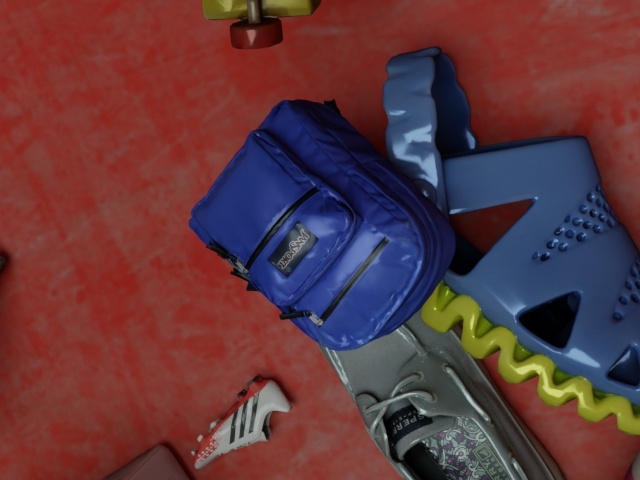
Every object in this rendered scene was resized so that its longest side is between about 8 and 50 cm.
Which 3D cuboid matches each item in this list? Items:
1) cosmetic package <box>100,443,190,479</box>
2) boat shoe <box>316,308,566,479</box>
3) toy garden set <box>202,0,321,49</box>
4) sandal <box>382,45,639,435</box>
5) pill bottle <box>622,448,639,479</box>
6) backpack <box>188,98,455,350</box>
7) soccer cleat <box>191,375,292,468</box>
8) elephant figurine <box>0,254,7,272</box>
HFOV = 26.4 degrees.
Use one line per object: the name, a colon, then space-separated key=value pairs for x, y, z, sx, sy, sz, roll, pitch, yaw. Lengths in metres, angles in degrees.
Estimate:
cosmetic package: x=-0.089 y=0.394 z=0.902 sx=0.230 sy=0.161 sz=0.453 roll=-32 pitch=93 yaw=21
boat shoe: x=0.068 y=0.105 z=0.830 sx=0.079 sy=0.081 sz=0.227 roll=-41 pitch=90 yaw=20
toy garden set: x=0.025 y=-0.221 z=0.718 sx=0.049 sy=0.244 sz=0.203 roll=24 pitch=125 yaw=54
sandal: x=0.117 y=-0.002 z=0.774 sx=0.317 sy=0.126 sz=0.138 roll=30 pitch=105 yaw=6
pill bottle: x=0.201 y=0.266 z=0.789 sx=0.160 sy=0.160 sz=0.283 roll=25 pitch=109 yaw=9
backpack: x=0.000 y=0.000 z=0.706 sx=0.120 sy=0.101 sz=0.098 roll=42 pitch=113 yaw=11
soccer cleat: x=-0.052 y=0.126 z=0.899 sx=0.035 sy=0.029 sz=0.083 roll=43 pitch=106 yaw=7
elephant figurine: x=-0.361 y=0.086 z=0.919 sx=0.239 sy=0.186 sz=0.169 roll=-16 pitch=62 yaw=44
